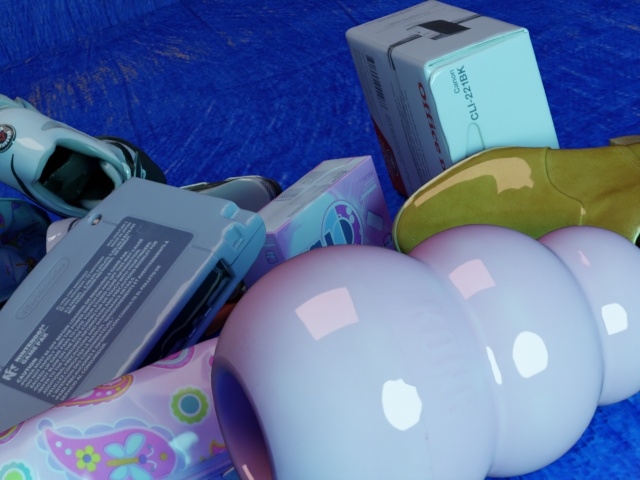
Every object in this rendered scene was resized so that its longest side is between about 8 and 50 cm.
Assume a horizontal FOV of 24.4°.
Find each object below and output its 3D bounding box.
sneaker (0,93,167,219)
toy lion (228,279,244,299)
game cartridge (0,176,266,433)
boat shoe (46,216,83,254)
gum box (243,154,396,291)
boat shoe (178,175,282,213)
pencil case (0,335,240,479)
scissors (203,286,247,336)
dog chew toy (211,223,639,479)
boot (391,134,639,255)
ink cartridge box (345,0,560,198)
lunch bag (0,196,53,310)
[{"bbox_3d":[-0.271,-0.065,1.762,0.146,0.122,0.330,31,6,32],"label":"sneaker"},{"bbox_3d":[-0.121,0.014,1.485,0.100,0.096,0.034,-10,21,26],"label":"toy lion"},{"bbox_3d":[-0.200,0.072,1.342,0.196,0.060,0.294,18,61,37],"label":"game cartridge"},{"bbox_3d":[-0.222,0.046,1.537,0.102,0.108,0.301,-20,22,-2],"label":"boat shoe"},{"bbox_3d":[0.000,0.000,1.450,0.062,0.107,0.188,-3,24,37],"label":"gum box"},{"bbox_3d":[-0.148,-0.026,1.723,0.219,0.077,0.070,-12,8,17],"label":"boat shoe"},{"bbox_3d":[-0.143,0.167,1.113,0.284,0.124,0.124,-22,19,-12],"label":"pencil case"},{"bbox_3d":[-0.133,0.094,1.461,0.109,0.021,0.297,2,29,41],"label":"scissors"},{"bbox_3d":[0.098,0.082,1.019,0.332,0.206,0.206,-17,17,-20],"label":"dog chew toy"},{"bbox_3d":[0.225,-0.023,1.311,0.295,0.104,0.211,-17,18,-8],"label":"boot"},{"bbox_3d":[0.139,-0.128,1.534,0.114,0.197,0.273,-22,20,-9],"label":"ink cartridge box"},{"bbox_3d":[-0.456,0.028,1.714,0.223,0.160,0.262,-12,7,22],"label":"lunch bag"}]
